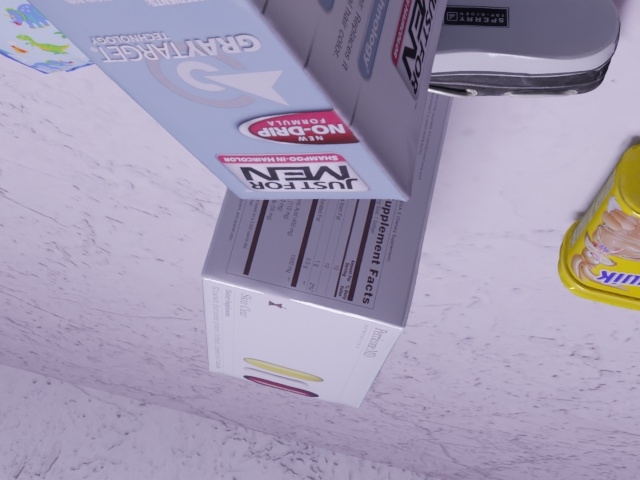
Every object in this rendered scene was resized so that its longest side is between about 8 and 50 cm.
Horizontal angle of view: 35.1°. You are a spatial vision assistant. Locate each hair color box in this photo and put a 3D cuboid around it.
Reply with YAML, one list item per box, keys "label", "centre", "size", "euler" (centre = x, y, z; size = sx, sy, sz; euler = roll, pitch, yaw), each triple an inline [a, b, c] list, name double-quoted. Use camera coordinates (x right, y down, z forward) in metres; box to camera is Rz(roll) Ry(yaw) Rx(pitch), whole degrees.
- label: "hair color box"
  centre: [-0.060, -0.182, 0.439]
  size: [0.113, 0.185, 0.374]
  euler: [1, 155, 30]

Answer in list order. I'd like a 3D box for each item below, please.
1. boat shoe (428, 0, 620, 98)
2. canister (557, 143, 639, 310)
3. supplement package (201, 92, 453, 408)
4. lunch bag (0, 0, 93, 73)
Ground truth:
- label: "boat shoe"
  centre: [0.075, -0.124, 0.647]
  size: [0.219, 0.078, 0.070]
  euler: [8, 157, 10]
- label: "canister"
  centre: [0.275, -0.006, 0.823]
  size: [0.126, 0.073, 0.170]
  euler: [12, 157, 4]
- label: "supplement package"
  centre: [0.000, 0.000, 0.827]
  size: [0.145, 0.204, 0.262]
  euler: [13, 158, 1]
- label: "lunch bag"
  centre: [-0.183, -0.172, 0.664]
  size: [0.128, 0.096, 0.151]
  euler: [-3, 143, 36]
